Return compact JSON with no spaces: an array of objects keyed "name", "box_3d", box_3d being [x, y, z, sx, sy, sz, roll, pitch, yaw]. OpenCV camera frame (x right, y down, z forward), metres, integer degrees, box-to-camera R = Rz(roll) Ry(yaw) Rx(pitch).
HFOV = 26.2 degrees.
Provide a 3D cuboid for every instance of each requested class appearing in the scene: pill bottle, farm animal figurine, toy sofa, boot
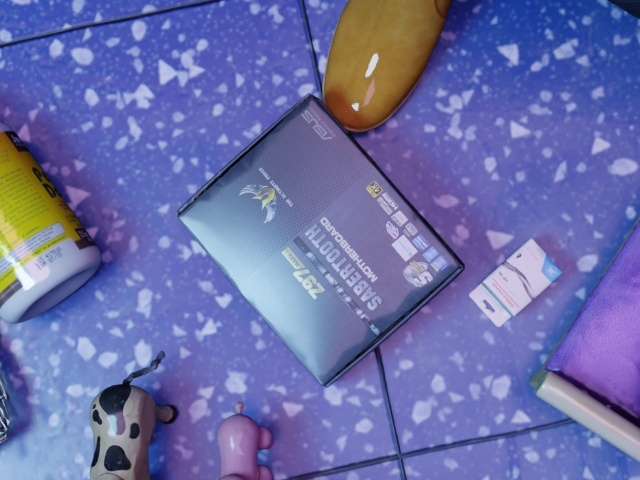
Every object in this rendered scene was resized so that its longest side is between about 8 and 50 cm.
[{"name":"pill bottle","box_3d":[-0.319,-0.033,1.351,0.117,0.117,0.215,-36,86,-2]},{"name":"farm animal figurine","box_3d":[-0.134,0.301,1.236,0.330,0.172,0.326,30,82,25]},{"name":"toy sofa","box_3d":[0.359,0.033,1.305,0.150,0.177,0.362,33,87,3]},{"name":"boot","box_3d":[0.082,-0.254,1.318,0.104,0.211,0.295,26,86,4]}]

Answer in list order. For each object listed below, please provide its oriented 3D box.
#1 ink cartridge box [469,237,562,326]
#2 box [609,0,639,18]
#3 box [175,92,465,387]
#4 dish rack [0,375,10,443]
[{"name":"ink cartridge box","box_3d":[0.195,0.043,1.379,0.083,0.028,0.048,-42,85,-2]},{"name":"box","box_3d":[0.363,-0.457,1.186,0.472,0.297,0.479,21,84,-34]},{"name":"box","box_3d":[0.000,0.000,1.360,0.183,0.059,0.232,-41,85,7]},{"name":"dish rack","box_3d":[-0.448,0.172,1.360,0.271,0.074,0.208,-31,86,-4]}]
